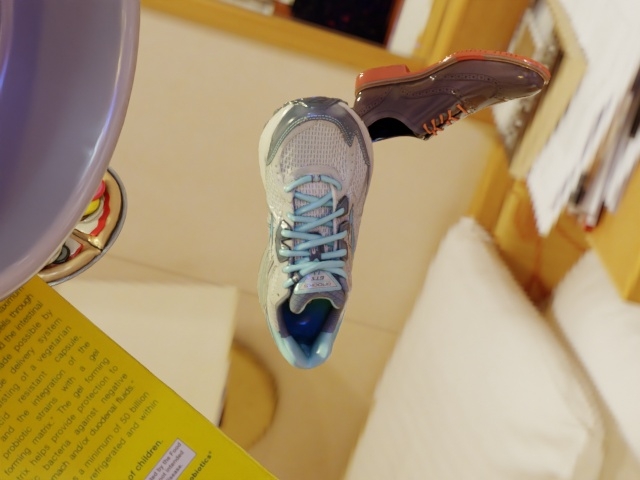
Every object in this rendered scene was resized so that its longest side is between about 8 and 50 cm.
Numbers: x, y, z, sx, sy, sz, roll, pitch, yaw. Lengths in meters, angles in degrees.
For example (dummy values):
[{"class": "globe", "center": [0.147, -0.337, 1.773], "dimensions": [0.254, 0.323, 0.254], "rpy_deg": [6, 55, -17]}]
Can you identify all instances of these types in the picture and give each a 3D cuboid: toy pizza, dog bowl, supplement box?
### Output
[{"class": "toy pizza", "center": [-0.314, -0.030, 1.479], "dimensions": [0.032, 0.201, 0.201], "rpy_deg": [77, -163, -51]}, {"class": "dog bowl", "center": [-0.225, -0.109, 0.729], "dimensions": [0.349, 0.102, 0.349], "rpy_deg": [-40, -42, -50]}, {"class": "supplement box", "center": [-0.222, 0.185, 1.051], "dimensions": [0.195, 0.356, 0.194], "rpy_deg": [-51, 3, -27]}]

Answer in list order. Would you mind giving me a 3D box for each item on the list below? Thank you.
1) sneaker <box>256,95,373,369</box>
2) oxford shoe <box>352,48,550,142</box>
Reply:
[{"class": "sneaker", "center": [0.000, 0.000, 1.244], "dimensions": [0.122, 0.110, 0.283], "rpy_deg": [-101, 11, -52]}, {"class": "oxford shoe", "center": [0.161, -0.171, 1.682], "dimensions": [0.271, 0.097, 0.098], "rpy_deg": [-7, 63, 36]}]
